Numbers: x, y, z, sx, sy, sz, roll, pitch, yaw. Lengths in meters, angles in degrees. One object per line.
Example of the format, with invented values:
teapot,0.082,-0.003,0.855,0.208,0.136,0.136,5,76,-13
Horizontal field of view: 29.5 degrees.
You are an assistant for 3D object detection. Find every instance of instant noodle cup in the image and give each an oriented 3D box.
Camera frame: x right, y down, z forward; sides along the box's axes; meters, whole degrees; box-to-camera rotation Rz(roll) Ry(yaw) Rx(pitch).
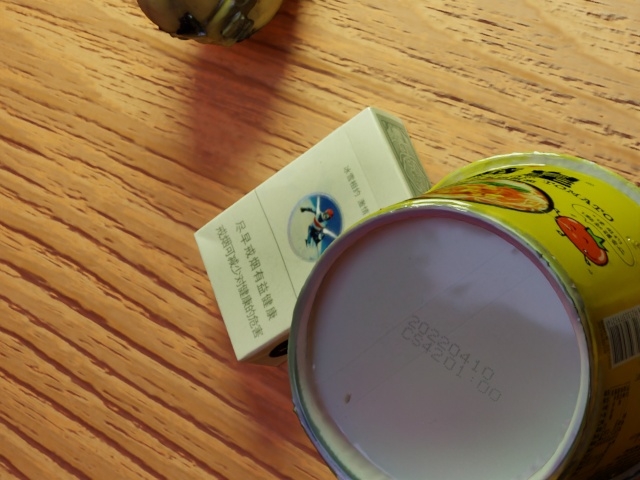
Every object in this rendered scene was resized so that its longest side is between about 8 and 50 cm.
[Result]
instant noodle cup,0.137,0.087,1.002,0.325,0.254,0.326,2,95,27

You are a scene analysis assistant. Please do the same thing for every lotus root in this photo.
lotus root,-0.104,-0.365,1.350,0.182,0.182,0.310,12,85,36

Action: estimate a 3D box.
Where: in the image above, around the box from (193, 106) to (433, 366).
box,0.000,0.000,1.268,0.256,0.069,0.164,-34,63,25
